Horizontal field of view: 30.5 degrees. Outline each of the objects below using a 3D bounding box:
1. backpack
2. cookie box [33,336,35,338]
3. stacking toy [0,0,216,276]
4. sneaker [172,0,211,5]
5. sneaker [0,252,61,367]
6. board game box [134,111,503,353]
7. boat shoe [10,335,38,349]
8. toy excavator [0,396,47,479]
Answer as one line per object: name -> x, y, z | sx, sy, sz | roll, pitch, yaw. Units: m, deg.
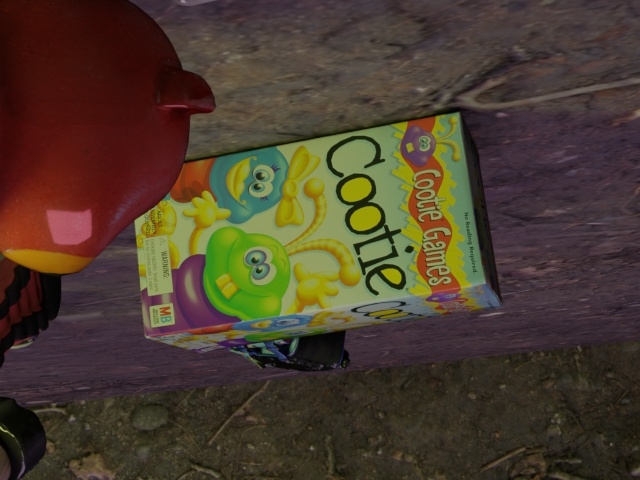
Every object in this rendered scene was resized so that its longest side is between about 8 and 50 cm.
backpack -> -0.054, 0.055, 1.226 | 0.117, 0.158, 0.173 | 15, 169, -41
cookie box -> -0.351, 0.067, 1.236 | 0.107, 0.091, 0.040 | -15, 163, 34
stacking toy -> -0.161, 0.011, 0.509 | 0.130, 0.279, 0.309 | 0, -168, -28
sneaker -> -0.090, -0.144, 0.362 | 0.087, 0.092, 0.229 | -13, 166, 34
sneaker -> -0.343, 0.078, 1.032 | 0.136, 0.115, 0.314 | 2, -160, 12
board game box -> 0.000, 0.000, 0.985 | 0.275, 0.144, 0.142 | -10, 168, 12
boat shoe -> -0.442, 0.104, 1.406 | 0.228, 0.081, 0.069 | -9, 168, -28
toy excavator -> -0.650, 0.269, 1.525 | 0.445, 0.433, 0.222 | -39, -177, 31
